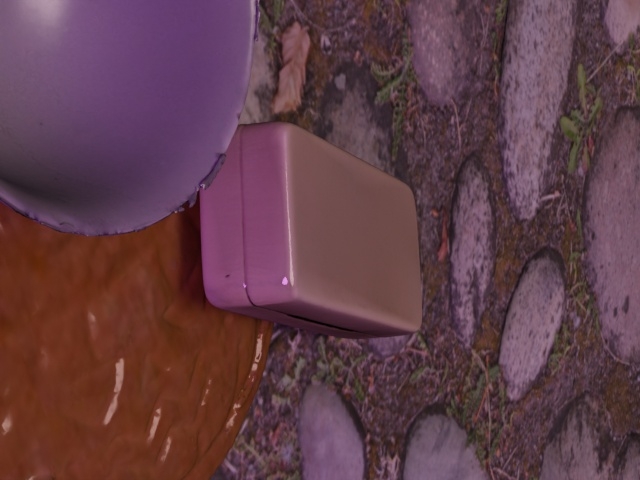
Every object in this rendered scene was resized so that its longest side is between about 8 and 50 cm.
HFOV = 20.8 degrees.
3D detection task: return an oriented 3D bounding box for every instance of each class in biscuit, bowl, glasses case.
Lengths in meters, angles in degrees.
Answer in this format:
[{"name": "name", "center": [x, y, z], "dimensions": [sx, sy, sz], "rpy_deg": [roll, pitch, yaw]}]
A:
[{"name": "biscuit", "center": [-0.156, 0.048, 1.283], "dimensions": [0.385, 0.062, 0.365], "rpy_deg": [-49, 130, -45]}, {"name": "bowl", "center": [-0.203, -0.168, 1.105], "dimensions": [0.345, 0.157, 0.345], "rpy_deg": [9, 79, -54]}, {"name": "glasses case", "center": [0.000, 0.000, 1.439], "dimensions": [0.336, 0.076, 0.144], "rpy_deg": [23, 62, -68]}]
